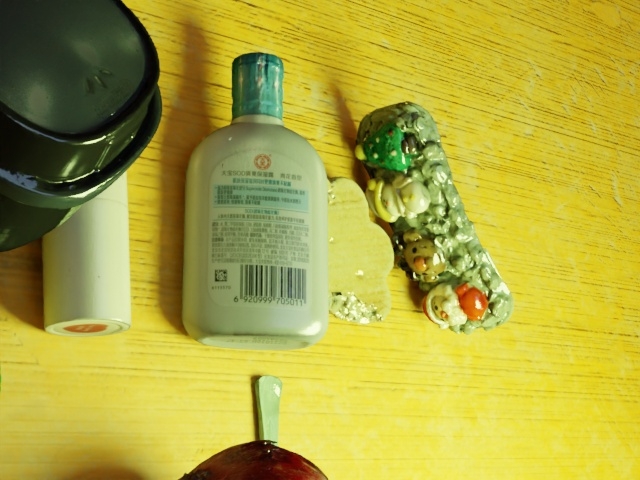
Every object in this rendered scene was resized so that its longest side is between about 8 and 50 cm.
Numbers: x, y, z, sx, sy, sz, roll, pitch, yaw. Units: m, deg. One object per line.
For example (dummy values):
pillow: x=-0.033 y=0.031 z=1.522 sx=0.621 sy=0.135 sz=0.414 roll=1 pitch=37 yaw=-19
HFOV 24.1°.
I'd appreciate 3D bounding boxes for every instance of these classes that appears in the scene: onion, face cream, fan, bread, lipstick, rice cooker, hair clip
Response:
onion: x=-0.084 y=0.306 z=1.465 sx=0.190 sy=0.246 sz=0.246 roll=44 pitch=47 yaw=-18
face cream: x=-0.072 y=-0.047 z=1.683 sx=0.163 sy=0.080 sz=0.336 roll=3 pitch=71 yaw=-11
fan: x=-0.059 y=0.246 z=1.683 sx=0.038 sy=0.016 sz=0.193 roll=18 pitch=63 yaw=-42
bread: x=0.000 y=0.000 z=1.817 sx=0.251 sy=0.039 sz=0.181 roll=20 pitch=62 yaw=-45
lipstick: x=-0.240 y=-0.070 z=1.520 sx=0.087 sy=0.087 sz=0.326 roll=13 pitch=68 yaw=-47
rice cooker: x=-0.288 y=-0.123 z=1.351 sx=0.267 sy=0.224 sz=0.267 roll=22 pitch=48 yaw=-26
hair clip: x=0.131 y=-0.013 z=1.909 sx=0.091 sy=0.138 sz=0.321 roll=-37 pitch=106 yaw=-38
